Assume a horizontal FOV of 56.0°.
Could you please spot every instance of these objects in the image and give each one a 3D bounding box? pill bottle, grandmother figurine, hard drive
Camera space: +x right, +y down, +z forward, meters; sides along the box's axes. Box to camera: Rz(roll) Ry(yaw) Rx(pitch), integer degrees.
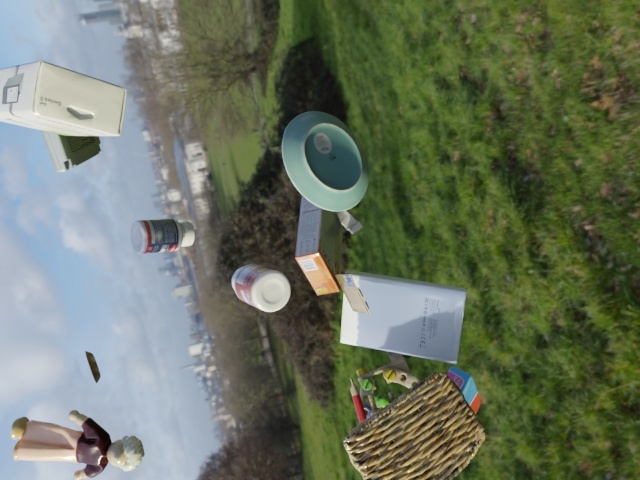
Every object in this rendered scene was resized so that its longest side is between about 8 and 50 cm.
[{"bbox_3d":[-0.499,-0.016,1.914,0.108,0.180,0.108,8,101,51],"label":"pill bottle"},{"bbox_3d":[-0.636,0.555,1.603,0.104,0.342,0.208,-78,-8,-63],"label":"grandmother figurine"},{"bbox_3d":[0.209,0.196,1.554,0.040,0.307,0.203,-45,-39,-66],"label":"hard drive"},{"bbox_3d":[-0.184,0.135,1.789,0.216,0.121,0.121,10,114,61],"label":"pill bottle"}]

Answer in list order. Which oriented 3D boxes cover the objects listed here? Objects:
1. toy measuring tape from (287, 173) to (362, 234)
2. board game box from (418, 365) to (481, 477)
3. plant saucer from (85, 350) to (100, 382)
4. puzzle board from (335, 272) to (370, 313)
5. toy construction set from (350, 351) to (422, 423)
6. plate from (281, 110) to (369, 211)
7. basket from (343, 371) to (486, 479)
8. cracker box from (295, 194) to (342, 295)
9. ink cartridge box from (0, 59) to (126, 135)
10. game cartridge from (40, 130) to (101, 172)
[{"bbox_3d":[0.001,-0.159,1.667,0.330,0.121,0.121,51,156,26],"label":"toy measuring tape"},{"bbox_3d":[0.355,0.550,1.727,0.064,0.317,0.242,20,158,32],"label":"board game box"},{"bbox_3d":[-0.549,0.304,1.459,0.083,0.015,0.083,53,154,40],"label":"plant saucer"},{"bbox_3d":[0.072,0.117,1.347,0.096,0.011,0.128,64,167,-2],"label":"puzzle board"},{"bbox_3d":[0.183,0.422,1.866,0.308,0.257,0.237,4,-115,-58],"label":"toy construction set"},{"bbox_3d":[0.017,-0.143,1.053,0.024,0.188,0.188,-24,79,52],"label":"plate"},{"bbox_3d":[0.230,0.472,1.425,0.214,0.299,0.223,55,178,15],"label":"basket"},{"bbox_3d":[0.000,0.000,1.536,0.232,0.067,0.156,-85,-24,-42],"label":"cracker box"},{"bbox_3d":[-0.596,-0.310,1.354,0.272,0.198,0.115,9,90,42],"label":"ink cartridge box"},{"bbox_3d":[-0.684,-0.307,1.638,0.294,0.060,0.196,-100,1,-73],"label":"game cartridge"}]
